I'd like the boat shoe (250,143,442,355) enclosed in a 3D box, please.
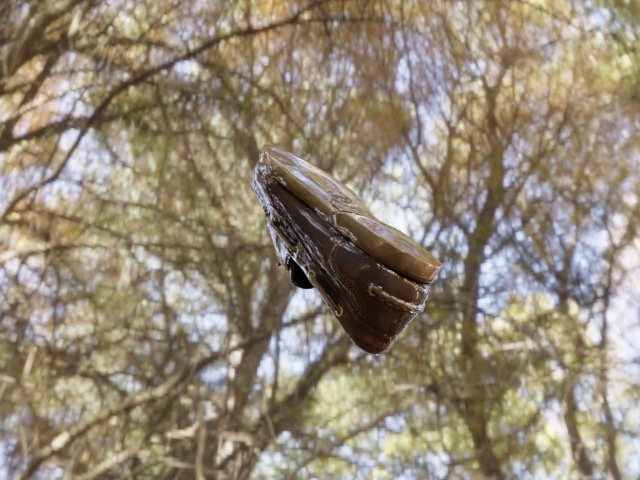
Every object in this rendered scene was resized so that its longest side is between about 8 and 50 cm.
[{"bbox_3d":[0.000,0.000,0.730,0.073,0.207,0.073,19,-74,-31],"label":"boat shoe"}]
